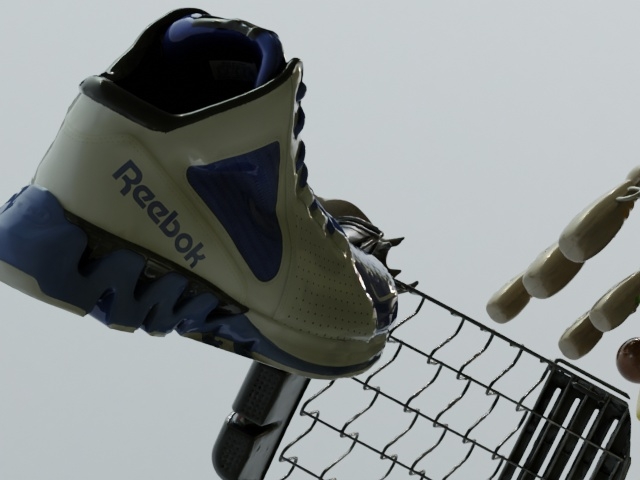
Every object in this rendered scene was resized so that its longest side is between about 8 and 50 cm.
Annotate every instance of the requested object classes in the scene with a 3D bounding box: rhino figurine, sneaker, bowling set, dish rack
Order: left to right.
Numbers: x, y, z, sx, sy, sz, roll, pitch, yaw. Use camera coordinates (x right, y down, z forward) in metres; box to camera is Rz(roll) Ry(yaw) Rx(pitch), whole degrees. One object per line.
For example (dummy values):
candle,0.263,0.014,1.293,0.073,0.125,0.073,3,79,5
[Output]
sneaker,-0.044,-0.031,1.132,0.127,0.182,0.315,30,-171,37
rhino figurine,0.000,0.000,2.138,0.243,0.106,0.073,24,-170,19
dish rack,0.070,0.131,1.310,0.271,0.208,0.074,28,-168,14
bowling set,0.337,0.059,2.225,0.154,0.287,0.200,-40,-92,-27

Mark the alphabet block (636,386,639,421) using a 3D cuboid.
alphabet block,0.522,0.149,2.353,0.193,0.192,0.197,29,-122,-23
